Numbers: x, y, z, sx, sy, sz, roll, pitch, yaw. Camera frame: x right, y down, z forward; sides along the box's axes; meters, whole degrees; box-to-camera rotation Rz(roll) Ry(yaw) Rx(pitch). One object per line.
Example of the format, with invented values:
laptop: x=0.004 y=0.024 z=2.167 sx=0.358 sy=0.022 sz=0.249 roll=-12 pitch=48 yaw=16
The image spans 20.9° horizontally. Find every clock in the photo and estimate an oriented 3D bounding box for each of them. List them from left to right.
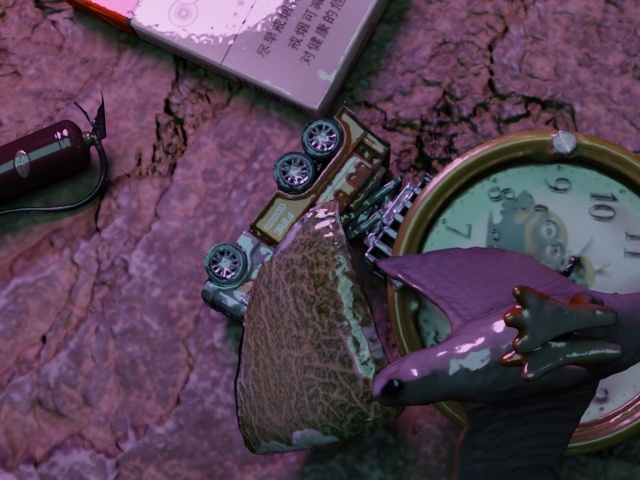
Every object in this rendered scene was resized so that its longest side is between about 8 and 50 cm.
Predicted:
clock: x=0.164 y=0.038 z=1.253 sx=0.237 sy=0.057 sz=0.237 roll=0 pitch=84 yaw=4

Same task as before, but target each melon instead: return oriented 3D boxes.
melon: x=0.017 y=0.080 z=1.215 sx=0.139 sy=0.093 sz=0.202 roll=34 pitch=121 yaw=43

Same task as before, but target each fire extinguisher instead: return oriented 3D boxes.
fire extinguisher: x=-0.230 y=-0.053 z=1.371 sx=0.157 sy=0.045 sz=0.078 roll=-22 pitch=100 yaw=3

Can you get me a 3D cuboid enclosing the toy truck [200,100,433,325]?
toy truck: x=0.000 y=0.000 z=1.294 sx=0.115 sy=0.080 sz=0.177 roll=37 pitch=82 yaw=8

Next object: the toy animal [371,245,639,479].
toy animal: x=0.184 y=0.070 z=1.081 sx=0.284 sy=0.302 sz=0.225 roll=-17 pitch=81 yaw=8

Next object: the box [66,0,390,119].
box: x=-0.074 y=-0.203 z=1.386 sx=0.245 sy=0.035 sz=0.139 roll=24 pitch=81 yaw=16
